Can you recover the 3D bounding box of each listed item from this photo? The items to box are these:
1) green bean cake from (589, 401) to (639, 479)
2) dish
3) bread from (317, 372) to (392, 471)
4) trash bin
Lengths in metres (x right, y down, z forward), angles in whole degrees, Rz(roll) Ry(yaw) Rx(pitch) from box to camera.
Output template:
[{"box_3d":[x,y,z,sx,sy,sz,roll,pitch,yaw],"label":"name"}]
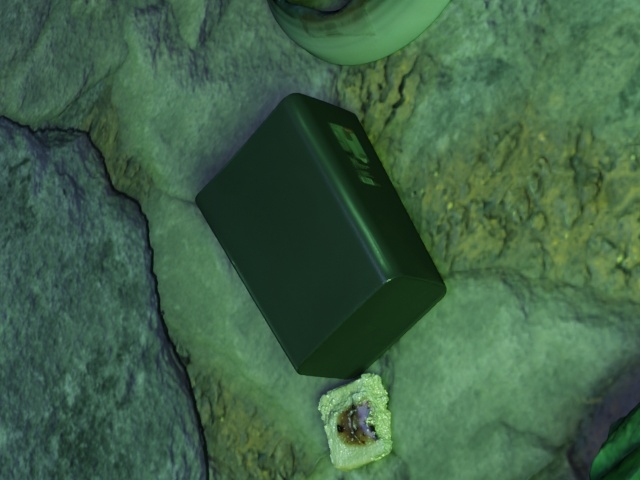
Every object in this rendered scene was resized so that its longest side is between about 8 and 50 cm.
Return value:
[{"box_3d":[0.313,0.255,0.815,0.169,0.300,0.308,-49,8,37],"label":"green bean cake"},{"box_3d":[0.017,-0.327,1.317,0.273,0.134,0.273,-13,71,40],"label":"dish"},{"box_3d":[0.033,0.174,1.225,0.070,0.035,0.083,-27,64,35],"label":"bread"},{"box_3d":[0.000,0.000,1.252,0.165,0.115,0.225,-45,54,24],"label":"trash bin"}]
